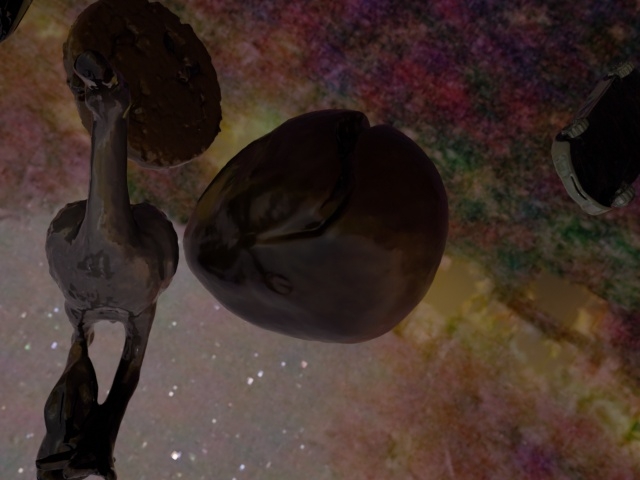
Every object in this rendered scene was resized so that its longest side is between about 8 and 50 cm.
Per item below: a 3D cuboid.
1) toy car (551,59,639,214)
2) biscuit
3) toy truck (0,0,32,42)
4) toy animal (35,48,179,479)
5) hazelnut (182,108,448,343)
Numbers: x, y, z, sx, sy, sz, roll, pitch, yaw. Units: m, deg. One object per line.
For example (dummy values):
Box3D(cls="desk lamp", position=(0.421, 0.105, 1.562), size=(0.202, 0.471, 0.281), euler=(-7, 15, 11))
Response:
Box3D(cls="toy car", position=(0.291, -0.103, 0.765), size=(0.095, 0.205, 0.056), euler=(52, 148, -11))
Box3D(cls="biscuit", position=(-0.257, -0.245, 1.167), size=(0.075, 0.296, 0.296), euler=(-14, 152, 33))
Box3D(cls="toy truck", position=(-0.333, -0.194, 0.490), size=(0.254, 0.405, 0.181), euler=(19, -133, -42))
Box3D(cls="toy animal", position=(-0.143, 0.013, 0.522), size=(0.090, 0.324, 0.195), euler=(6, -156, -14))
Box3D(cls="hazelnut", position=(0.000, 0.000, 0.664), size=(0.218, 0.233, 0.218), euler=(37, -141, -38))
